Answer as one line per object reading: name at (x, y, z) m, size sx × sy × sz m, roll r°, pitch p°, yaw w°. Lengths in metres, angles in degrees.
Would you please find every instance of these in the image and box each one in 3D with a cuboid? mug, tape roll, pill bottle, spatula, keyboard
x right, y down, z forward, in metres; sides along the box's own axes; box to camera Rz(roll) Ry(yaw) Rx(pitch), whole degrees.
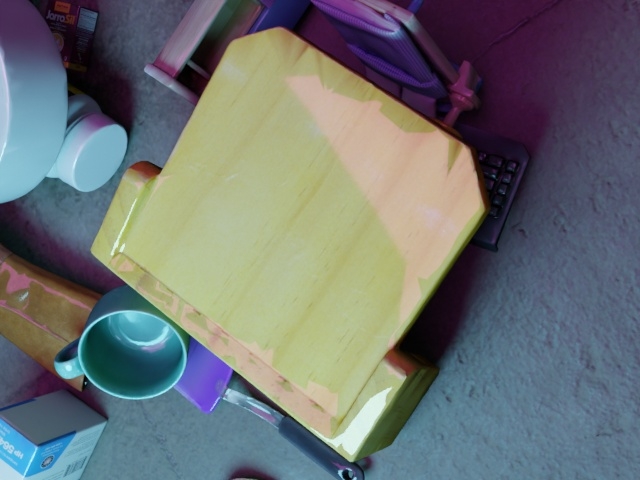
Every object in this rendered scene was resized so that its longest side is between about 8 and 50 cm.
mug at (-0.240, 0.115, 1.135) m, size 0.158 × 0.097 × 0.129 m, roll 14°, pitch 114°, yaw -8°
tape roll at (-0.443, -0.176, 1.093) m, size 0.286 × 0.100 × 0.286 m, roll 6°, pitch 103°, yaw 25°
pill bottle at (-0.360, -0.155, 1.180) m, size 0.208 × 0.119 × 0.119 m, roll 31°, pitch 103°, yaw 17°
spatula at (-0.069, 0.214, 1.125) m, size 0.296 × 0.030 × 0.084 m, roll 30°, pitch 100°, yaw 18°
keyboard at (0.060, -0.058, 1.034) m, size 0.317 × 0.033 × 0.201 m, roll 21°, pitch 94°, yaw 28°

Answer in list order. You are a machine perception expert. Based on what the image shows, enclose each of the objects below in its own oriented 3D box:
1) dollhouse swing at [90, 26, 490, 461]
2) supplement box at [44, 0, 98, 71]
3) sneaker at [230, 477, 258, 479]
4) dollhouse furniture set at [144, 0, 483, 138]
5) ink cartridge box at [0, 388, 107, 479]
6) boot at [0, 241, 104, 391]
dollhouse swing at (0.000, 0.000, 0.968) m, size 0.347 × 0.315 × 0.305 m, roll 35°, pitch 92°, yaw 17°
supplement box at (-0.335, -0.270, 1.205) m, size 0.055 × 0.043 × 0.083 m, roll 16°, pitch 97°, yaw 21°
sneaker at (-0.052, 0.388, 1.087) m, size 0.236 × 0.104 × 0.095 m, roll 46°, pitch 108°, yaw 15°
dollhouse furniture set at (-0.021, -0.188, 0.935) m, size 0.303 × 0.286 × 0.198 m, roll 34°, pitch 92°, yaw 28°
ink cartridge box at (-0.388, 0.313, 1.194) m, size 0.086 × 0.148 × 0.203 m, roll 31°, pitch 103°, yaw 17°
boot at (-0.434, 0.121, 1.252) m, size 0.280 × 0.096 × 0.264 m, roll 29°, pitch 111°, yaw 4°
